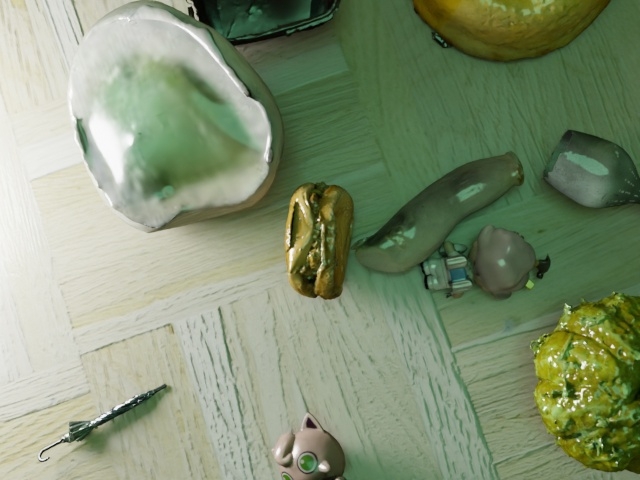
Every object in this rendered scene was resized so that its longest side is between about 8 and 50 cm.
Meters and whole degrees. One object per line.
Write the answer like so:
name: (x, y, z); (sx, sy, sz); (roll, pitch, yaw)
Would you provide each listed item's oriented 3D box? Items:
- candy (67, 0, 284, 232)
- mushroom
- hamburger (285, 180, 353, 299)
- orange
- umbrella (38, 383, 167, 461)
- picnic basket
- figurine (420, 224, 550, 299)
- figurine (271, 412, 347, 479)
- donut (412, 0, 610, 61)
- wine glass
candy: (-0.272, -0.223, 1.364); (0.386, 0.186, 0.426); (-30, 94, 19)
mushroom: (0.218, -0.055, 1.372); (0.351, 0.097, 0.109); (-36, 44, -5)
hamburger: (0.000, 0.000, 1.335); (0.108, 0.214, 0.213); (1, 83, 8)
orange: (0.511, 0.235, 1.259); (0.300, 0.223, 0.301); (1, 83, -1)
umbrella: (-0.412, 0.329, 1.411); (0.269, 0.044, 0.044); (-31, 45, -6)
picnic basket: (-0.105, -0.469, 1.430); (0.297, 0.129, 0.222); (-12, 84, 4)
figurine: (0.295, 0.043, 1.355); (0.229, 0.112, 0.137); (-11, 88, 13)
figurine: (-0.019, 0.391, 1.328); (0.125, 0.125, 0.138); (-37, 69, -1)
donut: (0.371, -0.533, 1.385); (0.435, 0.163, 0.377); (1, 85, 4)
wine glass: (0.526, -0.102, 1.344); (0.241, 0.126, 0.126); (26, 86, 5)
